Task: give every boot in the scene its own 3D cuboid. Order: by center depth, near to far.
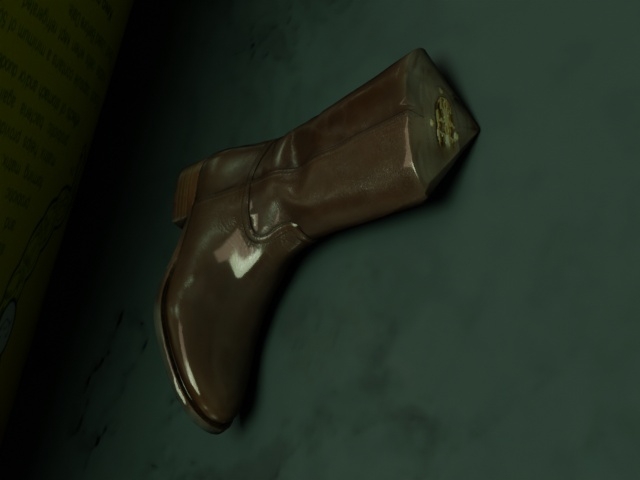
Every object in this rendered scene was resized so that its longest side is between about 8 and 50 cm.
[{"bbox_3d":[0.000,0.000,0.534,0.114,0.037,0.106,-21,60,32],"label":"boot"}]

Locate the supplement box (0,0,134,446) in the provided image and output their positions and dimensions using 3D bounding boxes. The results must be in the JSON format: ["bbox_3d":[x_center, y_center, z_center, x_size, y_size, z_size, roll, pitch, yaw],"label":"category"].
[{"bbox_3d":[-0.190,-0.067,0.569,0.194,0.195,0.356,16,85,8],"label":"supplement box"}]
